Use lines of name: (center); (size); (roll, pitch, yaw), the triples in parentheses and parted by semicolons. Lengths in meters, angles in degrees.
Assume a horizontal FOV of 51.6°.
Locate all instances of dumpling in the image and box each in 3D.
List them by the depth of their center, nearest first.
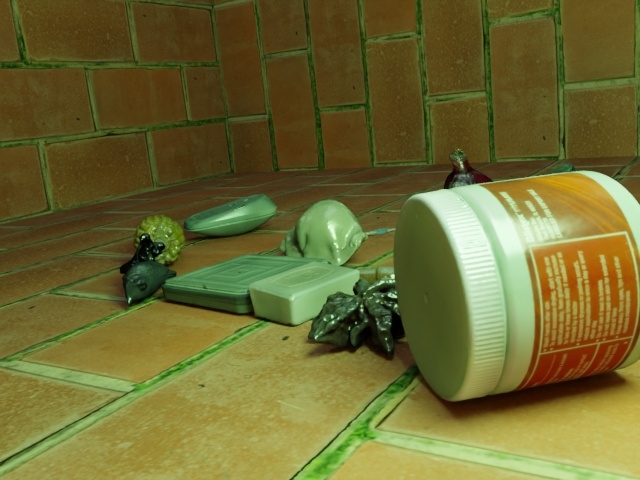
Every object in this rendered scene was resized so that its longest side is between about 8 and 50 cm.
dumpling: (0.000, 0.000, 1.510); (0.193, 0.147, 0.258); (-44, 32, -18)

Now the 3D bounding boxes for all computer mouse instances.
computer mouse: (-0.270, -0.061, 2.016); (0.288, 0.097, 0.159); (-21, 17, -16)

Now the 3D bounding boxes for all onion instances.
onion: (0.382, -0.129, 1.703); (0.139, 0.218, 0.195); (3, 15, 31)

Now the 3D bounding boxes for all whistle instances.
whistle: (0.156, 0.067, 1.272); (0.219, 0.057, 0.107); (-5, 13, 15)

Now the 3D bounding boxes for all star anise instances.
star anise: (0.088, 0.108, 1.021); (0.231, 0.089, 0.209); (-21, 22, -12)

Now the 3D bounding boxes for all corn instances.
corn: (-0.426, -0.007, 1.748); (0.130, 0.130, 0.347); (-9, 10, -13)

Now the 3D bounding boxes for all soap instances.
soap: (-0.028, 0.094, 1.210); (0.121, 0.064, 0.183); (8, 19, 42)

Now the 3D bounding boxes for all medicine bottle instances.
medicine bottle: (0.240, 0.051, 0.809); (0.240, 0.253, 0.252); (-8, 12, -12)

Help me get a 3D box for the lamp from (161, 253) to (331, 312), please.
lamp: (-0.151, 0.082, 1.372); (0.266, 0.047, 0.269); (2, 14, 40)

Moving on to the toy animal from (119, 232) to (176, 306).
toy animal: (-0.369, 0.092, 1.416); (0.117, 0.121, 0.210); (36, 15, -25)

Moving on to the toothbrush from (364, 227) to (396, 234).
toothbrush: (0.159, -0.023, 1.817); (0.162, 0.014, 0.017); (-10, -7, -16)

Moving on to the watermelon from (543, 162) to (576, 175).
watermelon: (0.536, -0.062, 1.625); (0.318, 0.148, 0.226); (-35, 10, -40)
